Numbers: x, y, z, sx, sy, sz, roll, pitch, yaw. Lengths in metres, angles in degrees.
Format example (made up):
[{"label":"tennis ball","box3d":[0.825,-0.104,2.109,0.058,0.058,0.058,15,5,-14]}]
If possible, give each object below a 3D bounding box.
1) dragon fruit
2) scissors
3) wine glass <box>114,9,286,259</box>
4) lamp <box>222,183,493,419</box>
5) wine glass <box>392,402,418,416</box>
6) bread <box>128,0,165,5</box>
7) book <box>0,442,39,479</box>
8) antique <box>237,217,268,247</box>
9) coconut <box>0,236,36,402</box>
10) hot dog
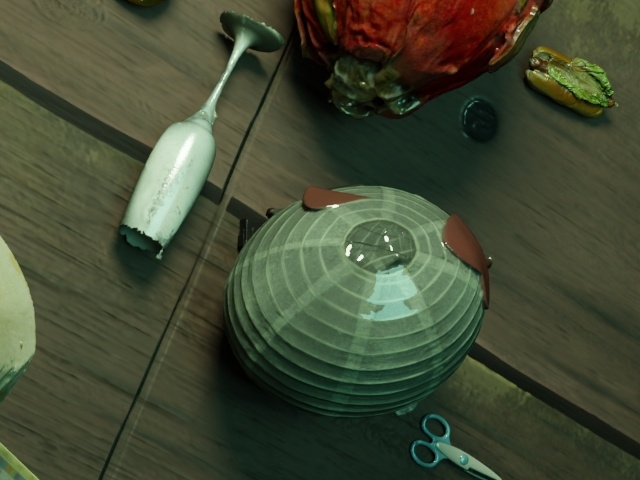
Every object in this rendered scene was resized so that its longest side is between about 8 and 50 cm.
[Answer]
[{"label":"dragon fruit","box3d":[0.109,-0.292,1.882,0.277,0.277,0.342,39,62,-25]},{"label":"scissors","box3d":[0.149,0.233,2.015,0.119,0.014,0.058,32,71,-24]},{"label":"wine glass","box3d":[-0.122,-0.101,1.832,0.074,0.074,0.262,36,68,-26]},{"label":"lamp","box3d":[0.040,0.056,1.822,0.265,0.233,0.233,8,81,-12]},{"label":"wine glass","box3d":[0.071,0.144,1.956,0.039,0.042,0.083,-26,104,-2]},{"label":"bread","box3d":[-0.166,-0.272,1.829,0.081,0.046,0.083,-13,95,-28]},{"label":"book","box3d":[-0.298,0.286,1.686,0.168,0.013,0.192,-58,133,-23]},{"label":"antique","box3d":[0.000,0.000,1.934,0.192,0.015,0.031,5,83,-33]},{"label":"coconut","box3d":[-0.356,0.076,1.571,0.241,0.241,0.241,3,85,-33]},{"label":"hot dog","box3d":[0.286,-0.180,2.120,0.133,0.041,0.056,25,73,-29]}]
